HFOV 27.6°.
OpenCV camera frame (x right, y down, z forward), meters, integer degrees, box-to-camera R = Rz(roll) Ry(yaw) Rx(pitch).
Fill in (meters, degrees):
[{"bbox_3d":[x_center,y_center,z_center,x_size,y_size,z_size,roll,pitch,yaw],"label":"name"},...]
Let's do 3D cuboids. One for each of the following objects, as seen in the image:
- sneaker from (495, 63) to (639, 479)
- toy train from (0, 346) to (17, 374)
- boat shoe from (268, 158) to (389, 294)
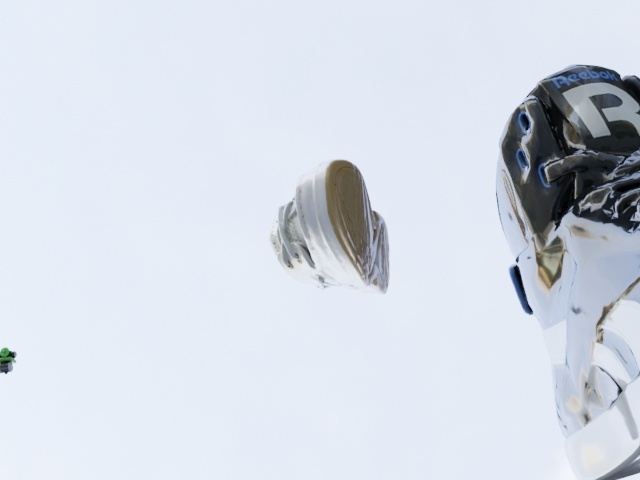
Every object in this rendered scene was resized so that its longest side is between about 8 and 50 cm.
[{"bbox_3d":[0.096,-0.008,0.360,0.217,0.079,0.121,111,-38,-68],"label":"sneaker"},{"bbox_3d":[-0.313,0.114,1.173,0.083,0.017,0.024,-10,-117,11],"label":"toy train"},{"bbox_3d":[0.000,0.000,1.154,0.096,0.277,0.098,-2,-105,10],"label":"boat shoe"}]
